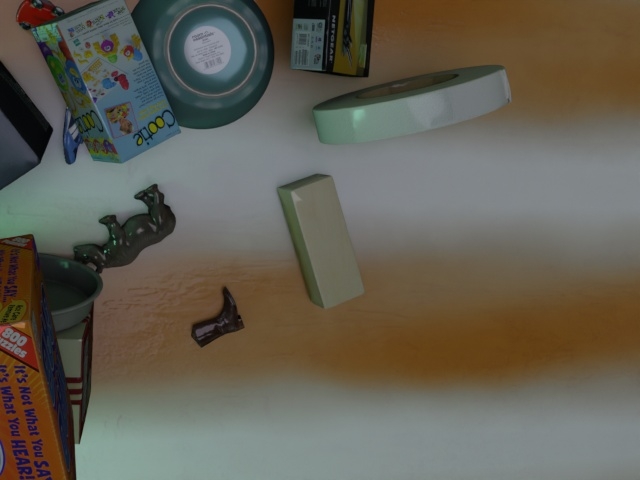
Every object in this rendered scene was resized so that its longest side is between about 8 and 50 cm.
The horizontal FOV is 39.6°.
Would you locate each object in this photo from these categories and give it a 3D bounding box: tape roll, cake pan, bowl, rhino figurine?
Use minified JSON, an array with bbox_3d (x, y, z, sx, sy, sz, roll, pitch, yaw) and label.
[{"bbox_3d":[0.179,-0.272,1.758,0.392,0.392,0.072,-17,104,-13],"label":"tape roll"},{"bbox_3d":[-0.560,0.099,1.668,0.293,0.293,0.054,2,111,-16],"label":"cake pan"},{"bbox_3d":[-0.223,-0.370,1.743,0.312,0.163,0.311,-3,101,-17],"label":"bowl"},{"bbox_3d":[-0.403,-0.006,1.804,0.243,0.073,0.106,-36,103,-3],"label":"rhino figurine"}]

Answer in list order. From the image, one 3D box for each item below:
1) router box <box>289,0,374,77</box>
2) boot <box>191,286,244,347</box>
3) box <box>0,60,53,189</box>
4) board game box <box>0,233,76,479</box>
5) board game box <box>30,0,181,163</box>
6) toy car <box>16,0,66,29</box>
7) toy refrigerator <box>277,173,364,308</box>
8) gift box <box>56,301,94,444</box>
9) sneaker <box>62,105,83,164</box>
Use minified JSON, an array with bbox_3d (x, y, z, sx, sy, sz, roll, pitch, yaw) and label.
[{"bbox_3d":[0.032,-0.484,1.757,0.081,0.243,0.308,8,100,22],"label":"router box"},{"bbox_3d":[-0.232,0.166,1.906,0.114,0.037,0.106,-21,103,-7],"label":"boot"},{"bbox_3d":[-0.670,-0.142,1.554,0.343,0.312,0.179,-34,110,-1],"label":"box"},{"bbox_3d":[-0.585,0.239,1.351,0.356,0.356,0.356,-11,113,-13],"label":"board game box"},{"bbox_3d":[-0.403,-0.300,1.676,0.144,0.142,0.275,-33,115,-29],"label":"board game box"},{"bbox_3d":[-0.596,-0.469,1.633,0.239,0.053,0.225,-11,135,-14],"label":"toy car"},{"bbox_3d":[0.000,0.000,1.913,0.102,0.094,0.269,-22,106,-18],"label":"toy refrigerator"},{"bbox_3d":[-0.576,0.262,1.692,0.258,0.255,0.276,5,101,-10],"label":"gift box"},{"bbox_3d":[-0.477,-0.219,1.754,0.059,0.053,0.144,7,99,-19],"label":"sneaker"}]
